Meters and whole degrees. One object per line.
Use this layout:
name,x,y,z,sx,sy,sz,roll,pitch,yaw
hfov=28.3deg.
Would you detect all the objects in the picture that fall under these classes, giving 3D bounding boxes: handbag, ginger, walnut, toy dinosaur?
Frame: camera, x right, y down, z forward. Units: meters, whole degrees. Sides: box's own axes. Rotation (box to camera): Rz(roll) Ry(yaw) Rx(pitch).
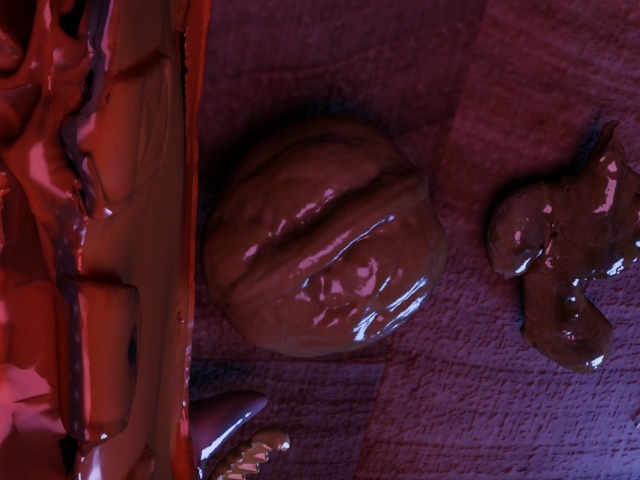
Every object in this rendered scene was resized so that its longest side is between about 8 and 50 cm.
handbag,-0.127,0.024,0.674,0.116,0.303,0.410,3,107,-1
ginger,0.202,0.020,0.963,0.133,0.059,0.214,-24,125,7
walnut,0.000,0.000,0.847,0.166,0.149,0.167,0,93,-1
toy dinosaur,-0.130,0.126,0.927,0.194,0.152,0.177,7,93,-13

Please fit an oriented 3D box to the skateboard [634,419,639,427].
skateboard,0.319,0.179,1.111,0.083,0.064,0.032,29,120,-18
